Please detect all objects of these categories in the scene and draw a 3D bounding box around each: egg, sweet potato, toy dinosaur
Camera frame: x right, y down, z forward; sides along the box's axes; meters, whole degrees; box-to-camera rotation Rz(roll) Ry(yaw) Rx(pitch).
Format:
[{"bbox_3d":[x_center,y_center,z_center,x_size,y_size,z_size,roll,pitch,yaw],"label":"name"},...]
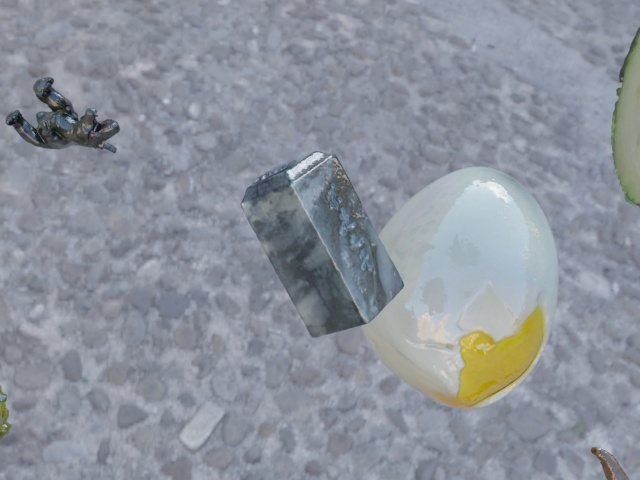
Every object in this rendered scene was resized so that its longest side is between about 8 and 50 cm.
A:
[{"bbox_3d":[0.204,0.063,1.360,0.283,0.283,0.345,22,84,6],"label":"egg"},{"bbox_3d":[0.472,0.411,1.430,0.050,0.050,0.214,-16,80,-28],"label":"sweet potato"},{"bbox_3d":[-0.316,-0.125,1.233,0.087,0.179,0.187,-50,42,-11],"label":"toy dinosaur"}]

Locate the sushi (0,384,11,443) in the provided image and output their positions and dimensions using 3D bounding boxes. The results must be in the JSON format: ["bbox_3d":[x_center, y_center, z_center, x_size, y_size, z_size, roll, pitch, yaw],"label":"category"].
[{"bbox_3d":[-0.658,0.286,1.359,0.351,0.240,0.396,-54,41,-5],"label":"sushi"}]

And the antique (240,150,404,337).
[{"bbox_3d":[0.000,0.000,1.004,0.088,0.086,0.183,-40,106,-47],"label":"antique"}]

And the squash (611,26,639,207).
[{"bbox_3d":[0.246,-0.068,0.449,0.186,0.123,0.123,2,46,-5],"label":"squash"}]
